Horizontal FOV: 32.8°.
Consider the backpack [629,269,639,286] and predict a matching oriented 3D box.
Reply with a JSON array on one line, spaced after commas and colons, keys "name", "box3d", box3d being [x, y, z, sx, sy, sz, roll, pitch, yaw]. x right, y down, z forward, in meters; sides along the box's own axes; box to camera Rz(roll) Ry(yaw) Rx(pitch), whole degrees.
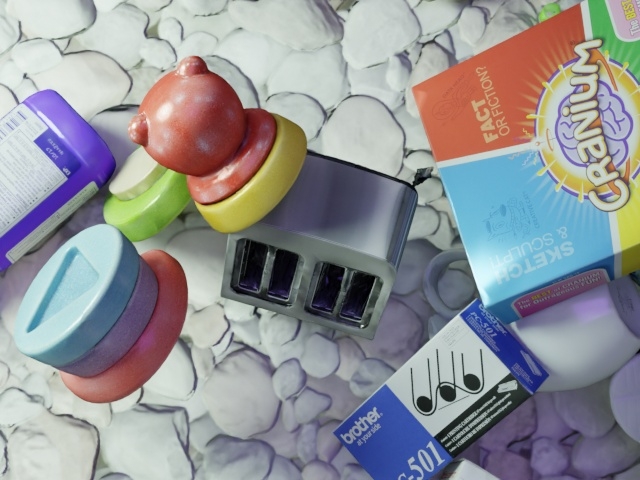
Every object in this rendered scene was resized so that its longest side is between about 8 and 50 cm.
[{"name": "backpack", "box3d": [0.346, -0.062, 1.069, 0.191, 0.225, 0.254, -32, 70, 12]}]

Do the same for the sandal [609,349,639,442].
[{"name": "sandal", "box3d": [0.385, 0.140, 1.104, 0.265, 0.076, 0.102, -7, 101, -26]}]

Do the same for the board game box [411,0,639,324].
[{"name": "board game box", "box3d": [0.261, -0.096, 0.958, 0.316, 0.064, 0.242, -25, 62, 19]}]

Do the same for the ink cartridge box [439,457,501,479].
[{"name": "ink cartridge box", "box3d": [0.123, 0.282, 1.034, 0.056, 0.099, 0.135, 28, 76, 4]}]

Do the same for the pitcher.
[{"name": "pitcher", "box3d": [0.196, 0.068, 1.057, 0.207, 0.125, 0.178, -25, 65, 32]}]

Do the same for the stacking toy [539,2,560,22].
[{"name": "stacking toy", "box3d": [0.341, -0.223, 1.140, 0.221, 0.167, 0.052, 34, 75, 7]}]

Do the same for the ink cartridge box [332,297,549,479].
[{"name": "ink cartridge box", "box3d": [0.109, 0.155, 1.024, 0.097, 0.207, 0.046, 48, 36, 8]}]

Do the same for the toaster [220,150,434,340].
[{"name": "toaster", "box3d": [0.000, 0.000, 1.051, 0.168, 0.186, 0.110, 16, 53, 0]}]

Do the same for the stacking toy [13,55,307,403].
[{"name": "stacking toy", "box3d": [-0.190, -0.026, 0.996, 0.130, 0.279, 0.309, 41, 76, -32]}]

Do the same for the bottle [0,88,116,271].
[{"name": "bottle", "box3d": [-0.342, -0.026, 1.090, 0.283, 0.092, 0.118, -43, 75, -12]}]
